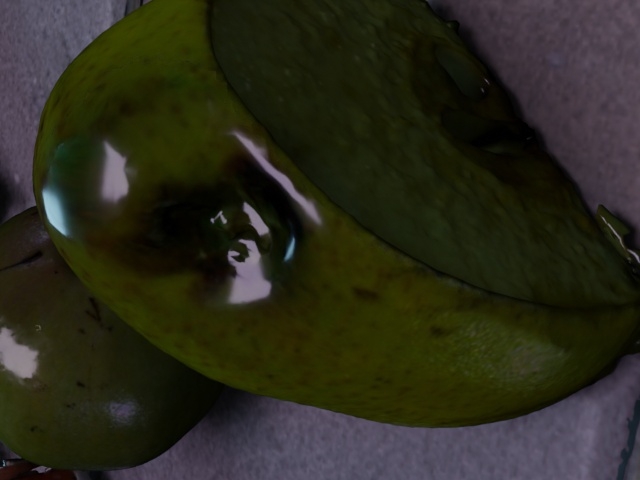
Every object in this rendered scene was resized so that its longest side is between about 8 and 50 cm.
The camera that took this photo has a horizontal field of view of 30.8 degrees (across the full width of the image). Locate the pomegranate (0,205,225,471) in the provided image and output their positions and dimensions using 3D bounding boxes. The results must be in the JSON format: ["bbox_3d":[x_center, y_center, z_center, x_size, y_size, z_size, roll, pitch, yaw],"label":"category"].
[{"bbox_3d":[-0.143,0.080,0.746,0.179,0.179,0.210,15,122,41],"label":"pomegranate"}]

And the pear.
[{"bbox_3d":[0.000,0.000,0.545,0.164,0.255,0.238,-47,66,32],"label":"pear"}]

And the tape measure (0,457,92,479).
[{"bbox_3d":[-0.207,0.324,0.840,0.265,0.130,0.258,-51,57,38],"label":"tape measure"}]
